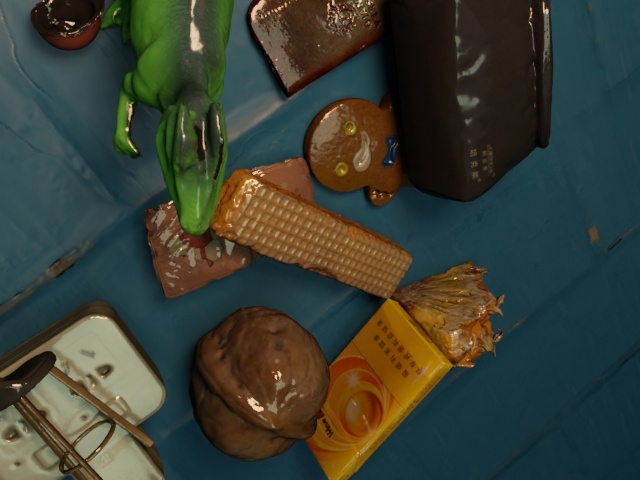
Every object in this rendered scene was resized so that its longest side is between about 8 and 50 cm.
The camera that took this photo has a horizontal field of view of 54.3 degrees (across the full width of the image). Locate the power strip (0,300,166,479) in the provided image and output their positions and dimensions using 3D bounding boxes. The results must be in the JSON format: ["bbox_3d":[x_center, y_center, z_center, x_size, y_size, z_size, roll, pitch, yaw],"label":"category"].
[{"bbox_3d":[-0.323,0.240,0.857,0.229,0.141,0.261,-34,109,-11],"label":"power strip"}]

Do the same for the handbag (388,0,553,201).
[{"bbox_3d":[0.241,-0.233,0.858,0.275,0.178,0.302,-30,123,-26],"label":"handbag"}]

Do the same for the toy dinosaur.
[{"bbox_3d":[-0.121,-0.298,0.564,0.144,0.374,0.500,3,113,-19],"label":"toy dinosaur"}]

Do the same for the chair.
[{"bbox_3d":[-0.304,0.216,0.749,0.221,0.104,0.095,51,51,-22],"label":"chair"}]

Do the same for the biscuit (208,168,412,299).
[{"bbox_3d":[0.000,0.000,0.892,0.378,0.054,0.094,22,103,-46],"label":"biscuit"}]

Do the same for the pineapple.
[{"bbox_3d":[0.212,0.124,1.052,0.236,0.186,0.114,-38,128,-59],"label":"pineapple"}]

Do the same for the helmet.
[{"bbox_3d":[-0.272,-0.242,0.692,0.084,0.065,0.049,-40,163,-16],"label":"helmet"}]

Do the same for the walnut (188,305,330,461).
[{"bbox_3d":[-0.086,0.204,0.888,0.224,0.224,0.224,-11,116,-23],"label":"walnut"}]

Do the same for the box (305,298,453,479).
[{"bbox_3d":[0.073,0.242,1.001,0.043,0.152,0.269,25,110,-46],"label":"box"}]

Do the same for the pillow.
[{"bbox_3d":[-0.118,-0.024,0.862,0.248,0.049,0.135,-25,122,-25],"label":"pillow"}]

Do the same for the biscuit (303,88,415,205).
[{"bbox_3d":[0.086,-0.138,0.933,0.236,0.039,0.180,-2,114,-24],"label":"biscuit"}]

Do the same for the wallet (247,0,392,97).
[{"bbox_3d":[0.028,-0.310,0.826,0.255,0.031,0.137,-35,120,-11],"label":"wallet"}]
